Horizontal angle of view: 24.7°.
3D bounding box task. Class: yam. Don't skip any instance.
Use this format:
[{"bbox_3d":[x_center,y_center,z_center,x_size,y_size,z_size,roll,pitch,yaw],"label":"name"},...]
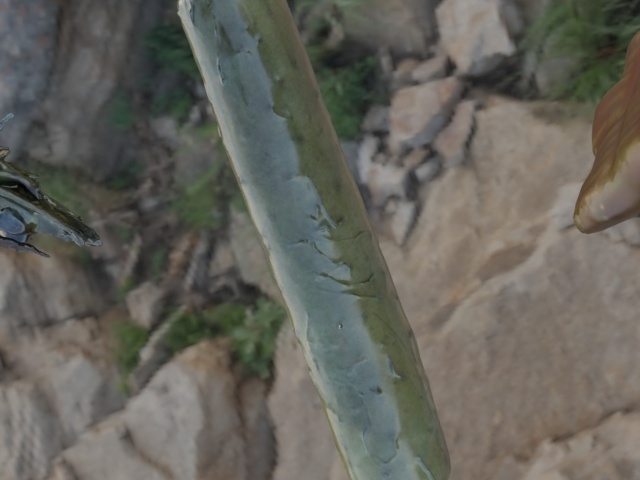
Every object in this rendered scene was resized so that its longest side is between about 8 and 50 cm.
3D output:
[{"bbox_3d":[0.000,0.000,0.961,0.083,0.083,0.371,-5,109,50],"label":"yam"}]

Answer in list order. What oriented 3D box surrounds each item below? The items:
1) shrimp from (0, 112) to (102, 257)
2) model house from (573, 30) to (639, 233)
[{"bbox_3d":[-0.228,-0.097,0.730,0.296,0.058,0.169,22,91,2],"label":"shrimp"},{"bbox_3d":[0.216,-0.044,0.612,0.220,0.199,0.229,2,134,40],"label":"model house"}]
